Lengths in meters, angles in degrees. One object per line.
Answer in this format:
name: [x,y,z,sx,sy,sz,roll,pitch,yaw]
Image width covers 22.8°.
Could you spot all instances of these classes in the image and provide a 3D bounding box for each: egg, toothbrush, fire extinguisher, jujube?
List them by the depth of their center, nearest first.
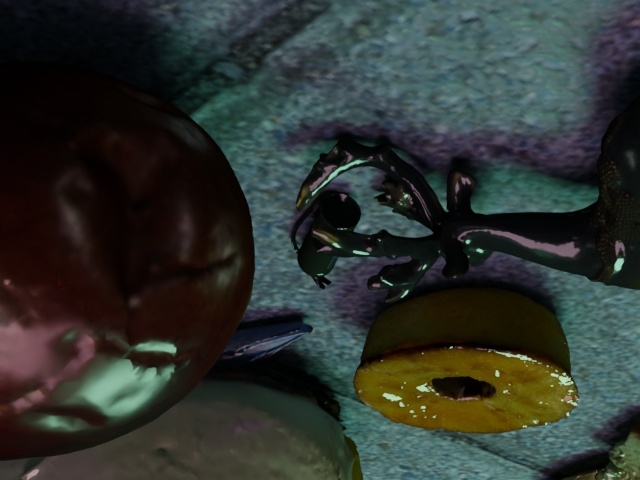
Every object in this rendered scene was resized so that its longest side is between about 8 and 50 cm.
jujube: [-0.182,0.022,0.879,0.223,0.223,0.318,27,151,-33]
fire extinguisher: [0.000,0.000,0.984,0.038,0.025,0.083,42,149,11]
egg: [-0.109,0.247,1.178,0.337,0.201,0.337,-11,149,-7]
toothbrush: [-0.186,0.109,1.179,0.413,0.042,0.035,-14,151,26]

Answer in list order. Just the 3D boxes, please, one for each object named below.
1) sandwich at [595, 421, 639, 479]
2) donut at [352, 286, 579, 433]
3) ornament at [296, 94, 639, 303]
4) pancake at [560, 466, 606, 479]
sandwich: [0.333,0.219,1.226,0.258,0.096,0.094,16,136,-18]
donut: [0.099,0.081,1.072,0.152,0.058,0.152,4,149,2]
ornament: [0.103,-0.026,0.871,0.236,0.080,0.202,4,153,1]
pancake: [0.249,0.212,1.305,0.139,0.022,0.139,3,150,2]
